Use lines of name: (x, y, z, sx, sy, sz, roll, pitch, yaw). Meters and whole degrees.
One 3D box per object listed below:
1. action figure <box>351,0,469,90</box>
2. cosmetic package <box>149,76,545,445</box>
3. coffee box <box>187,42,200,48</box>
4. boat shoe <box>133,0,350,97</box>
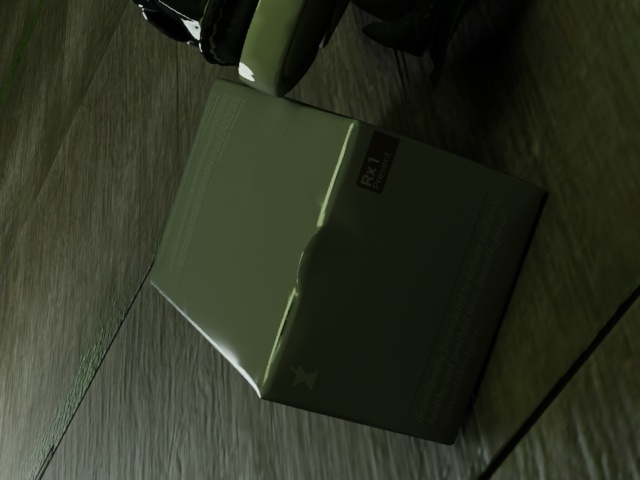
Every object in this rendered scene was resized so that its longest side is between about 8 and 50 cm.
action figure: (0.090, -0.199, 0.728, 0.232, 0.063, 0.137, -61, 20, 20)
cosmetic package: (0.000, 0.000, 0.736, 0.127, 0.107, 0.238, -70, 23, 6)
coffee box: (-0.059, -0.250, 1.177, 0.113, 0.040, 0.184, -43, 36, 53)
boat shoe: (-0.033, -0.162, 0.800, 0.340, 0.113, 0.127, -65, -3, -65)
